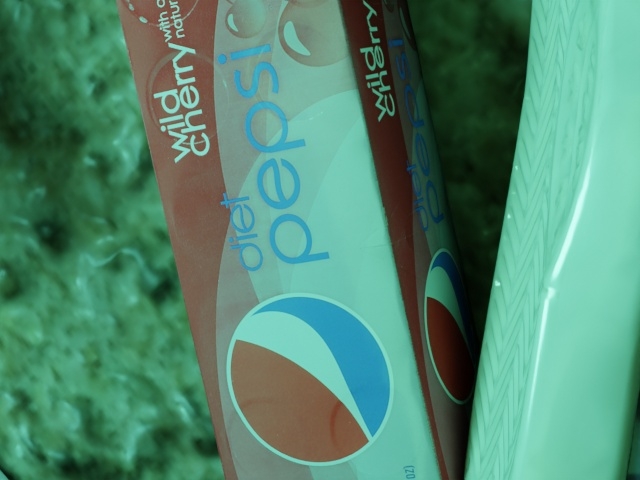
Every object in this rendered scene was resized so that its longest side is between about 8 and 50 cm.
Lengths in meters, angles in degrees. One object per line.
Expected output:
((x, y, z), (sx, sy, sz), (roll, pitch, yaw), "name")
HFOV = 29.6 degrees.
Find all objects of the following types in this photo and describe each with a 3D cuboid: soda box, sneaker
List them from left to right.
((0.000, 0.000, 0.470), (0.092, 0.083, 0.263), (-10, 97, 23), "soda box")
((0.146, -0.043, 0.396), (0.148, 0.131, 0.350), (8, 99, -2), "sneaker")

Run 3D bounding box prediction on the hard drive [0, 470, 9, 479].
((-0.299, 0.128, 0.633), (0.353, 0.047, 0.233), (45, 113, 7), "hard drive")
